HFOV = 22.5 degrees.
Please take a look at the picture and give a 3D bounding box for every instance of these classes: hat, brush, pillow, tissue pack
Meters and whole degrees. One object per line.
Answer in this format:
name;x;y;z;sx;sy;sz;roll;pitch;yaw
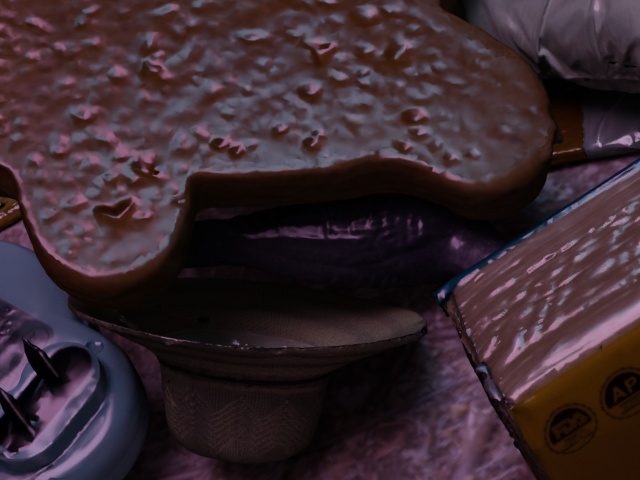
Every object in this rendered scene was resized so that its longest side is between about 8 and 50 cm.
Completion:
hat;-0.052;0.099;1.116;0.252;0.252;0.110;10;99;34
brush;0.303;-0.108;1.181;0.336;0.020;0.085;-10;47;20
pillow;0.236;-0.228;1.205;0.310;0.138;0.283;10;69;52
tissue pack;0.226;0.049;0.964;0.271;0.192;0.134;-33;43;-1

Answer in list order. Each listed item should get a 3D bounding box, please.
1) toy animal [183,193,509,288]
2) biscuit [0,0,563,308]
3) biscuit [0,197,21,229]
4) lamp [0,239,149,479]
toy animal;0.021;-0.017;1.175;0.367;0.081;0.206;7;34;5
biscuit;-0.061;-0.131;1.161;0.394;0.076;0.368;-14;58;-10
biscuit;-0.300;-0.095;1.490;0.139;0.016;0.231;-30;44;2
lamp;-0.247;0.106;1.192;0.284;0.147;0.209;15;62;45
